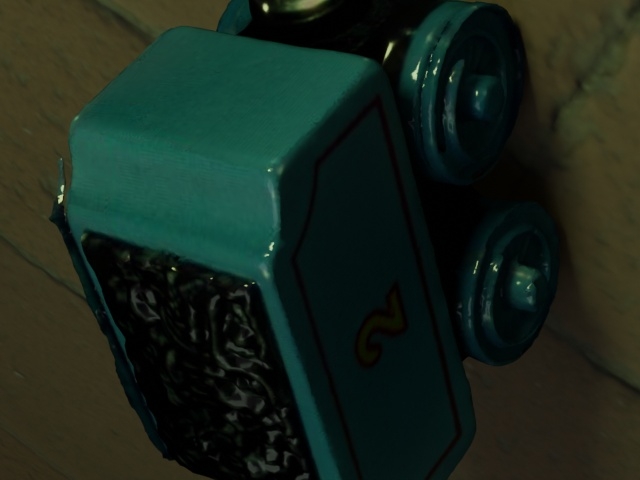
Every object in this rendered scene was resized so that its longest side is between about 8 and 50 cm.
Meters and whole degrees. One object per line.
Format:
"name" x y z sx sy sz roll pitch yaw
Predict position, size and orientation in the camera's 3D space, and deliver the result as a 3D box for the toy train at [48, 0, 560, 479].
"toy train" 0.000 0.000 0.931 0.188 0.265 0.300 15 138 35
